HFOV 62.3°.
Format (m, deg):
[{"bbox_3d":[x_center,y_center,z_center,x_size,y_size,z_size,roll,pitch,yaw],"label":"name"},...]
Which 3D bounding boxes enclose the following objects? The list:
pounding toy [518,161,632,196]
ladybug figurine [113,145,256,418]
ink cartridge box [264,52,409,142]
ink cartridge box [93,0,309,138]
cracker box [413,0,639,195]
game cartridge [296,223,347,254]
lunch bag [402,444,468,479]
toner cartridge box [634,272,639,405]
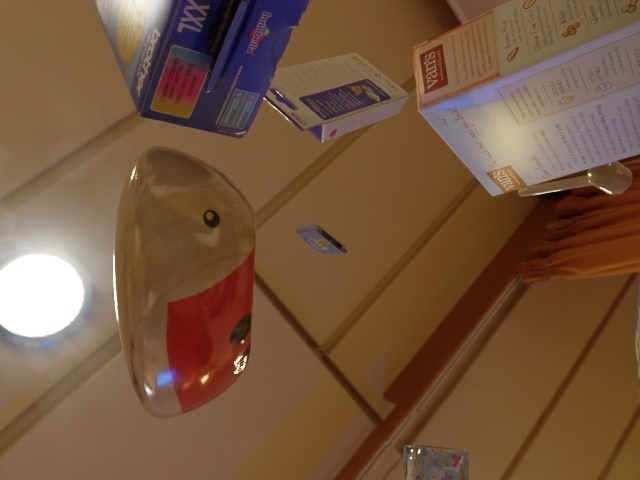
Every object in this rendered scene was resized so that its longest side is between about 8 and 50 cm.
[{"bbox_3d":[0.272,-0.136,0.617,0.094,0.206,0.181,22,-59,-32],"label":"pounding toy"},{"bbox_3d":[-0.176,0.076,0.750,0.162,0.449,0.304,3,-134,-8],"label":"ladybug figurine"},{"bbox_3d":[0.017,-0.302,1.111,0.176,0.069,0.371,44,-137,17],"label":"ink cartridge box"},{"bbox_3d":[-0.147,-0.317,0.652,0.151,0.269,0.395,3,-139,-40],"label":"ink cartridge box"},{"bbox_3d":[0.206,-0.121,0.385,0.156,0.233,0.067,30,-129,-48],"label":"cracker box"},{"bbox_3d":[0.000,0.000,0.890,0.083,0.056,0.017,39,-114,-34],"label":"game cartridge"},{"bbox_3d":[0.140,0.293,0.638,0.071,0.053,0.083,12,-108,-18],"label":"lunch bag"},{"bbox_3d":[0.297,0.099,0.414,0.348,0.075,0.165,43,-130,-53],"label":"toner cartridge box"}]
